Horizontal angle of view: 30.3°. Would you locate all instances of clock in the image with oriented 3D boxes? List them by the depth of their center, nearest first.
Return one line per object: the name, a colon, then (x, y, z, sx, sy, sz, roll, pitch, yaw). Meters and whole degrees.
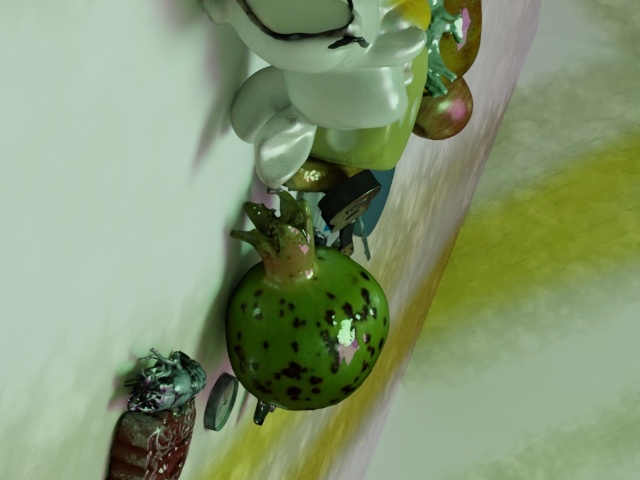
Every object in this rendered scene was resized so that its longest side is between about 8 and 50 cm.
clock: (-0.139, 0.229, 1.667, 0.085, 0.017, 0.085, 18, 90, -77)

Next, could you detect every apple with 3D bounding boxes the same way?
apple: (0.127, -0.329, 1.708, 0.237, 0.207, 0.237, 2, 90, -88)
apple: (0.214, -0.257, 2.221, 0.131, 0.146, 0.146, -43, 157, -18)

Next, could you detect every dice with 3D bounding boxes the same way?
dice: (0.037, -0.189, 1.523, 0.169, 0.166, 0.169, -24, 129, -73)

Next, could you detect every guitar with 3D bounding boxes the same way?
guitar: (0.034, -0.025, 1.618, 0.084, 0.038, 0.271, -32, 166, -11)

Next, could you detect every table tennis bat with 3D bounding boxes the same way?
table tennis bat: (0.108, -0.142, 2.157, 0.329, 0.044, 0.215, 95, 19, -49)

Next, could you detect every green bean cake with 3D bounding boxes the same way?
green bean cake: (-0.196, 0.250, 1.380, 0.135, 0.056, 0.135, -31, 137, -69)

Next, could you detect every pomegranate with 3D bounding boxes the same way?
pomegranate: (-0.042, 0.095, 1.553, 0.286, 0.231, 0.231, 47, 56, -41)

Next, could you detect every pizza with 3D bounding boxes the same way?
pizza: (-0.001, -0.095, 1.613, 0.246, 0.127, 0.058, -86, -167, -78)

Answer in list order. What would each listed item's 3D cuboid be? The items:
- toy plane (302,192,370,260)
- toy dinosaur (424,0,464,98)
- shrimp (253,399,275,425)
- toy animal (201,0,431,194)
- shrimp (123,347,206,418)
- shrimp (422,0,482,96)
toy plane: (-0.005, -0.006, 1.823, 0.182, 0.107, 0.273, 67, -31, 28)
toy dinosaur: (0.140, -0.378, 1.546, 0.076, 0.129, 0.383, -118, -170, -70)
shrimp: (-0.083, 0.172, 1.772, 0.150, 0.051, 0.217, 15, 85, -74)
toy animal: (0.003, -0.203, 1.240, 0.310, 0.247, 0.183, 69, -1, -68)
shrimp: (-0.166, 0.154, 1.342, 0.174, 0.076, 0.082, -15, 116, -76)
shrimp: (0.216, -0.429, 2.079, 0.172, 0.137, 0.372, 11, -106, 60)
